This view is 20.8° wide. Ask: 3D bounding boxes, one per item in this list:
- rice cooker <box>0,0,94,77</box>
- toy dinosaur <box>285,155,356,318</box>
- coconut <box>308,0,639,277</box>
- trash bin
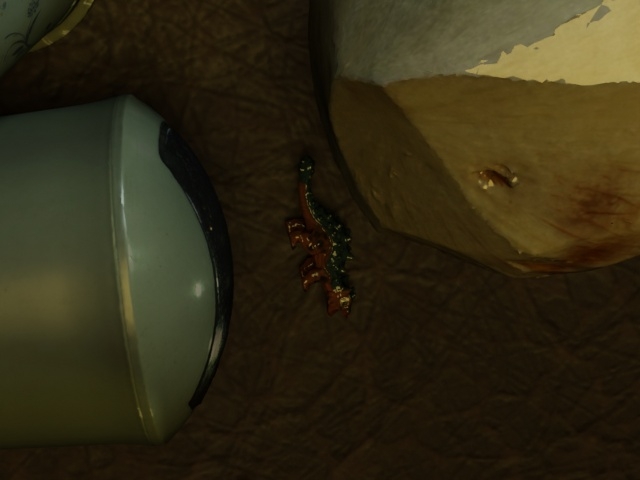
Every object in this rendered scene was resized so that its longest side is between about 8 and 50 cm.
[{"bbox_3d":[-0.311,-0.223,1.307,0.316,0.316,0.264,-39,103,6],"label":"rice cooker"},{"bbox_3d":[0.000,0.000,1.510,0.055,0.049,0.154,-12,111,2],"label":"toy dinosaur"},{"bbox_3d":[0.168,-0.145,1.301,0.415,0.344,0.415,-31,138,-32],"label":"coconut"},{"bbox_3d":[-0.285,0.037,1.388,0.432,0.280,0.280,-6,106,1],"label":"trash bin"}]
